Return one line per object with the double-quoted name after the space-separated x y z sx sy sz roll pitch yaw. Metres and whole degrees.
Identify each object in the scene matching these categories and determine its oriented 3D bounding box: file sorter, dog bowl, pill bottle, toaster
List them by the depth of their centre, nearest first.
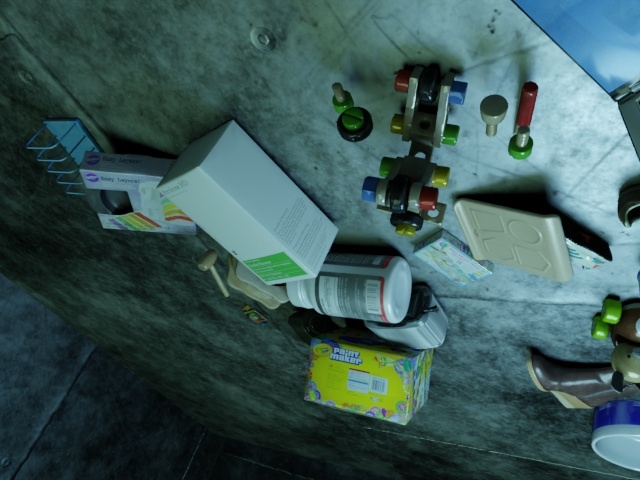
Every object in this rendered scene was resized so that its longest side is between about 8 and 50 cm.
0.070 0.112 1.321 0.283 0.161 0.161 3 142 28 "pill bottle"
-0.637 -0.210 1.347 0.118 0.105 0.170 6 143 25 "file sorter"
0.235 0.203 1.384 0.226 0.129 0.146 -8 139 36 "toaster"
0.914 0.557 1.489 0.264 0.104 0.265 16 146 11 "dog bowl"

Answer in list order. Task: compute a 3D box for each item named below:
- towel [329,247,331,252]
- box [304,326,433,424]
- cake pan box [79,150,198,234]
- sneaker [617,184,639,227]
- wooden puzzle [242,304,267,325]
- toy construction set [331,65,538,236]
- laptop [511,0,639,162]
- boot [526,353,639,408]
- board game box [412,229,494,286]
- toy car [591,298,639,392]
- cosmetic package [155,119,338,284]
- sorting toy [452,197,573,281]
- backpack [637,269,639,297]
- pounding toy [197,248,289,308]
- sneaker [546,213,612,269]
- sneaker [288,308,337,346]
0.000 0.000 1.343 0.060 0.009 0.083 16 146 9 "towel"
0.148 0.372 1.510 0.289 0.177 0.279 7 180 23 "box"
-0.452 -0.115 1.343 0.266 0.070 0.246 5 144 -5 "cake pan box"
0.577 -0.067 0.846 0.066 0.071 0.188 38 145 -21 "sneaker"
-0.229 0.267 1.851 0.116 0.014 0.078 38 144 -22 "wooden puzzle"
0.202 -0.138 0.896 0.308 0.258 0.237 -12 156 11 "toy construction set"
0.459 -0.223 0.564 0.236 0.408 0.382 1 159 -32 "laptop"
0.685 0.349 1.381 0.248 0.090 0.206 40 131 -22 "boot"
0.303 0.044 1.207 0.154 0.026 0.103 33 146 -15 "board game box"
0.669 0.241 1.116 0.154 0.189 0.149 12 145 17 "toy car"
-0.158 -0.072 1.203 0.365 0.155 0.196 43 145 -26 "cosmetic package"
0.383 -0.006 1.047 0.208 0.038 0.193 15 150 44 "sorting toy"
0.658 0.074 0.983 0.114 0.084 0.105 6 143 16 "backpack"
-0.188 0.077 1.433 0.269 0.154 0.155 33 146 -16 "pounding toy"
0.481 0.011 1.026 0.161 0.057 0.075 27 141 -11 "sneaker"
0.007 0.319 1.723 0.130 0.109 0.286 -4 132 50 "sneaker"
